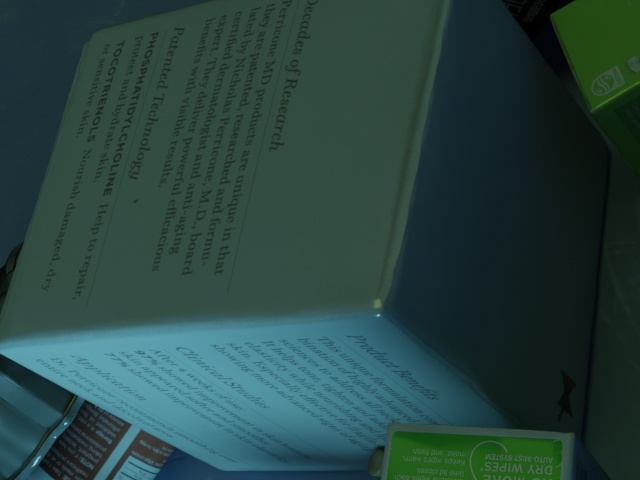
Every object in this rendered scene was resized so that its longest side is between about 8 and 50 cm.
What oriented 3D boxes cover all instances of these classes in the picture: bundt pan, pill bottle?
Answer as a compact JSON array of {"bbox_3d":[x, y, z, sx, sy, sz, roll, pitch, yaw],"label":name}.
[{"bbox_3d":[-0.314,0.112,1.328,0.331,0.124,0.331,-50,15,18],"label":"bundt pan"},{"bbox_3d":[-0.224,0.217,1.297,0.121,0.121,0.216,31,84,45],"label":"pill bottle"}]

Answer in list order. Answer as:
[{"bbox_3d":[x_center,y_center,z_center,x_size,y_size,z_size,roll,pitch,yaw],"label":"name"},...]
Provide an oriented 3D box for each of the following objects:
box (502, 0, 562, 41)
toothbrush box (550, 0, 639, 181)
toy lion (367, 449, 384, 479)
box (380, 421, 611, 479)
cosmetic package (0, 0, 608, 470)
[{"bbox_3d":[0.186,-0.309,1.220,0.307,0.076,0.243,121,160,-59],"label":"box"},{"bbox_3d":[0.363,-0.157,1.023,0.283,0.206,0.122,-29,48,21],"label":"toothbrush box"},{"bbox_3d":[0.065,0.219,1.048,0.100,0.034,0.096,-27,44,53],"label":"toy lion"},{"bbox_3d":[0.127,0.264,0.821,0.126,0.262,0.231,0,68,23],"label":"box"},{"bbox_3d":[0.000,0.000,1.116,0.393,0.329,0.328,-7,59,34],"label":"cosmetic package"}]
